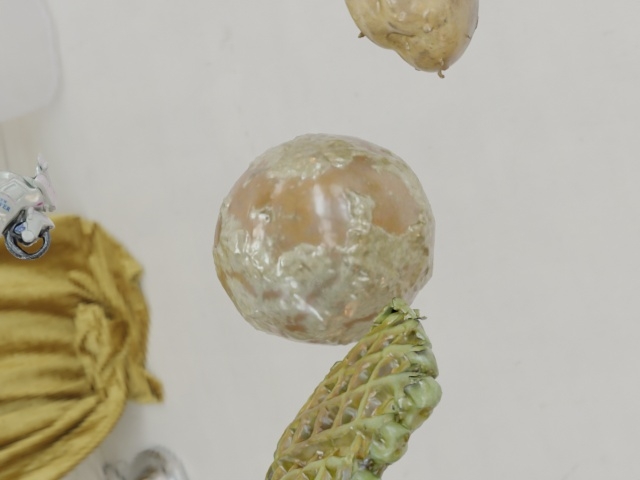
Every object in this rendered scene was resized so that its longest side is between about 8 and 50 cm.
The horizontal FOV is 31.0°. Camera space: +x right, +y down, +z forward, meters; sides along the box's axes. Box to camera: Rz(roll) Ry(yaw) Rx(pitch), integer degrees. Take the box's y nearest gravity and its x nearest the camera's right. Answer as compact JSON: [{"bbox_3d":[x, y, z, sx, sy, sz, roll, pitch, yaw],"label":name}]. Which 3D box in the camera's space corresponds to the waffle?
[{"bbox_3d":[0.020,0.141,0.868,0.054,0.214,0.208,36,104,-11],"label":"waffle"}]

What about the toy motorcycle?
[{"bbox_3d":[-0.461,-0.074,1.605,0.221,0.150,0.102,26,157,-8],"label":"toy motorcycle"}]

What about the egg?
[{"bbox_3d":[0.000,0.000,1.087,0.245,0.203,0.203,-16,89,52],"label":"egg"}]

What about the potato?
[{"bbox_3d":[0.075,-0.268,1.048,0.128,0.161,0.234,-8,116,19],"label":"potato"}]
